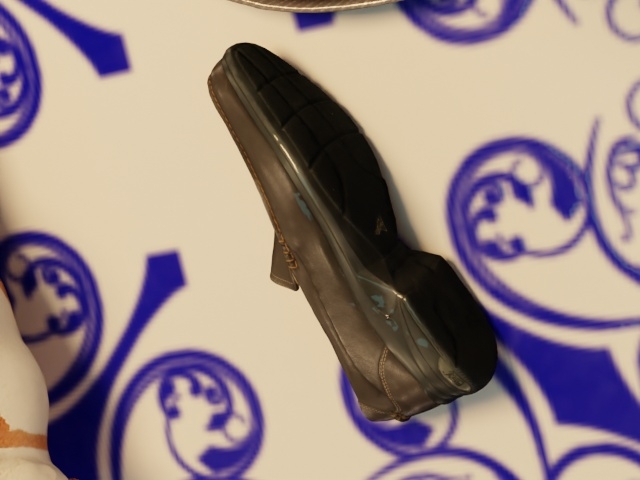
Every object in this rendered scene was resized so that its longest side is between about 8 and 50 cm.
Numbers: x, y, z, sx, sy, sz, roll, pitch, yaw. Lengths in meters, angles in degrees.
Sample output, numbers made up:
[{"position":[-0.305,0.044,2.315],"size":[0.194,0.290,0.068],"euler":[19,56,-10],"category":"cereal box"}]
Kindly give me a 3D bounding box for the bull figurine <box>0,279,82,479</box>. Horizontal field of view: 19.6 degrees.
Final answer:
[{"position":[-0.214,0.020,0.820],"size":[0.188,0.101,0.310],"euler":[-16,92,32],"category":"bull figurine"}]

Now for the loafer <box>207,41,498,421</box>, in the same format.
[{"position":[0.000,0.000,0.751],"size":[0.061,0.062,0.170],"euler":[-33,88,31],"category":"loafer"}]

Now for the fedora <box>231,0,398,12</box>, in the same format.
[{"position":[-0.008,-0.203,0.667],"size":[0.275,0.124,0.244],"euler":[-23,94,26],"category":"fedora"}]
